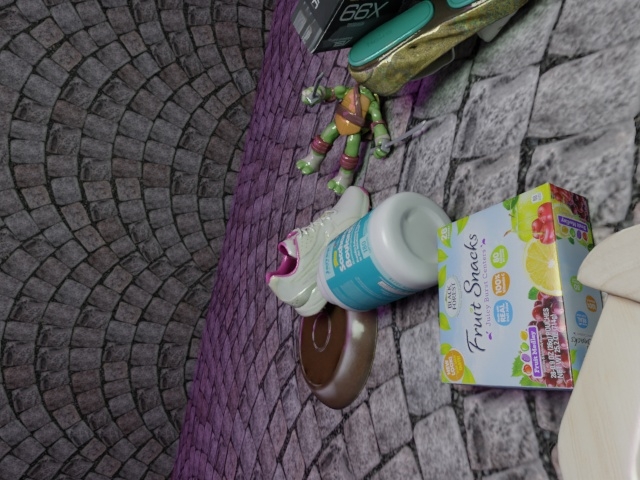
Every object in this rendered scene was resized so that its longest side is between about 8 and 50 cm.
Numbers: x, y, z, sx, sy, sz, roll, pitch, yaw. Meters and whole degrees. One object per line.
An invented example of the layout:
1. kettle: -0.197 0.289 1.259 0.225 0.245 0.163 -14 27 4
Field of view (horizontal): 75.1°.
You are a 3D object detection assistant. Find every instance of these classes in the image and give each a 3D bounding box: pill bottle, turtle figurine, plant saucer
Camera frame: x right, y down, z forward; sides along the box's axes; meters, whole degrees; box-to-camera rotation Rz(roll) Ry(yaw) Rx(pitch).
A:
1. pill bottle: 0.090 0.036 0.698 0.264 0.146 0.146 -38 45 55
2. turtle figurine: 0.042 -0.227 0.879 0.275 0.197 0.266 -100 28 -48
3. plant saucer: 0.019 0.199 0.905 0.310 0.050 0.311 -167 90 -68

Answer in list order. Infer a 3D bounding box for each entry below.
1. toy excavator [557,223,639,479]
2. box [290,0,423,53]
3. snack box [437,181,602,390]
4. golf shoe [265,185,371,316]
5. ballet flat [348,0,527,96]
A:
1. toy excavator: 0.212 0.262 0.232 0.433 0.222 0.445 -63 25 28
2. box: 0.130 -0.426 0.658 0.077 0.307 0.242 59 145 6
3. snack box: 0.220 0.064 0.486 0.174 0.070 0.207 -29 51 60
4. golf shoe: 0.000 0.000 0.866 0.115 0.140 0.306 -9 51 64
5. ballet flat: 0.205 -0.335 0.642 0.348 0.123 0.123 -23 55 34
